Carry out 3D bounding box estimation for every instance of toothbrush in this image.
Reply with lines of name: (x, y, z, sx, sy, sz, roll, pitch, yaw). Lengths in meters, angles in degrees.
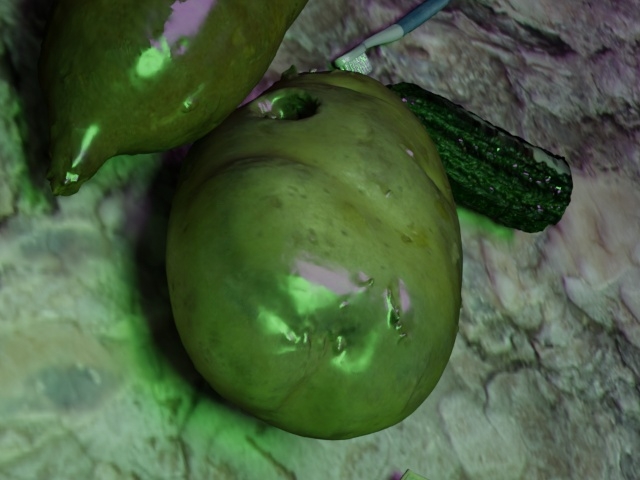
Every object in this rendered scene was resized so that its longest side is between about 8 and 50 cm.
toothbrush: (0.071, -0.176, 1.387, 0.025, 0.019, 0.275, 62, 30, -9)

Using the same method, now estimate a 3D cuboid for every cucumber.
cucumber: (0.113, -0.065, 1.308, 0.265, 0.077, 0.077, 20, 49, -45)

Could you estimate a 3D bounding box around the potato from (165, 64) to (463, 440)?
potato: (0.000, 0.000, 1.023, 0.191, 0.141, 0.296, 32, 39, -13)

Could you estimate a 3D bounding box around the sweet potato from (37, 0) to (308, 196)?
sweet potato: (-0.078, -0.163, 1.028, 0.158, 0.157, 0.370, 48, 34, -20)

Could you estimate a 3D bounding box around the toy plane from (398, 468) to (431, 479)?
toy plane: (0.061, 0.214, 0.985, 0.256, 0.104, 0.242, 42, 20, -40)
